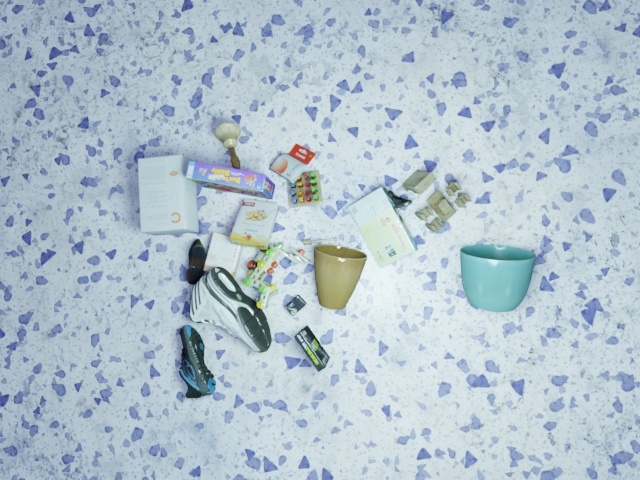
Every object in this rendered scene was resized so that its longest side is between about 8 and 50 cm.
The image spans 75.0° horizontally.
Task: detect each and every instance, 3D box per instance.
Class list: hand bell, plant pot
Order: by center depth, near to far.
[{"bbox_3d":[0.734,0.162,1.753,0.293,0.293,0.235,0,101,5],"label":"plant pot"},{"bbox_3d":[0.072,0.169,1.851,0.237,0.237,0.254,9,101,6],"label":"plant pot"},{"bbox_3d":[-0.407,-0.415,1.932,0.126,0.126,0.242,-20,64,4],"label":"hand bell"}]

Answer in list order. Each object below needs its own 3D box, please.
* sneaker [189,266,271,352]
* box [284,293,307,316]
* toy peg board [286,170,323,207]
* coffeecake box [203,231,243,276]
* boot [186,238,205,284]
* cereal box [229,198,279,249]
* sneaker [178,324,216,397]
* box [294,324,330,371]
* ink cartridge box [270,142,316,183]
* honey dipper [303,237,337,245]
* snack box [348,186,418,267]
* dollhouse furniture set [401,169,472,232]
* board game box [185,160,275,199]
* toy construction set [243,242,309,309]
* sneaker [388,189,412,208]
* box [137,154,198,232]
[{"bbox_3d":[-0.431,0.358,1.934,0.257,0.169,0.447,-33,94,26],"label":"sneaker"},{"bbox_3d":[-0.114,0.300,1.931,0.083,0.052,0.062,-42,85,1],"label":"box"},{"bbox_3d":[-0.079,-0.246,1.951,0.160,0.079,0.161,-7,85,5],"label":"toy peg board"},{"bbox_3d":[-0.453,0.069,1.971,0.142,0.068,0.185,15,88,5],"label":"coffeecake box"},{"bbox_3d":[-0.592,0.099,1.989,0.082,0.106,0.219,10,115,-23],"label":"boot"},{"bbox_3d":[-0.301,-0.079,1.923,0.173,0.047,0.240,8,57,5],"label":"cereal box"},{"bbox_3d":[-0.603,0.563,1.925,0.139,0.125,0.341,-20,82,9],"label":"sneaker"},{"bbox_3d":[-0.034,0.472,1.843,0.045,0.190,0.184,-34,83,5],"label":"box"},{"bbox_3d":[-0.129,-0.371,1.950,0.145,0.045,0.179,34,87,31],"label":"ink cartridge box"},{"bbox_3d":[0.000,0.000,1.953,0.160,0.030,0.030,-7,86,3],"label":"honey dipper"},{"bbox_3d":[0.281,-0.058,1.880,0.187,0.060,0.322,-30,84,29],"label":"snack box"},{"bbox_3d":[0.506,-0.194,1.886,0.212,0.161,0.242,-44,106,1],"label":"dollhouse furniture set"},{"bbox_3d":[-0.402,-0.271,1.906,0.347,0.233,0.078,11,87,6],"label":"board game box"},{"bbox_3d":[-0.218,0.136,1.903,0.328,0.151,0.215,-46,59,-7],"label":"toy construction set"},{"bbox_3d":[0.328,-0.189,1.894,0.170,0.051,0.089,-10,105,42],"label":"sneaker"},{"bbox_3d":[-0.713,-0.207,1.964,0.215,0.168,0.345,-4,85,5],"label":"box"}]
